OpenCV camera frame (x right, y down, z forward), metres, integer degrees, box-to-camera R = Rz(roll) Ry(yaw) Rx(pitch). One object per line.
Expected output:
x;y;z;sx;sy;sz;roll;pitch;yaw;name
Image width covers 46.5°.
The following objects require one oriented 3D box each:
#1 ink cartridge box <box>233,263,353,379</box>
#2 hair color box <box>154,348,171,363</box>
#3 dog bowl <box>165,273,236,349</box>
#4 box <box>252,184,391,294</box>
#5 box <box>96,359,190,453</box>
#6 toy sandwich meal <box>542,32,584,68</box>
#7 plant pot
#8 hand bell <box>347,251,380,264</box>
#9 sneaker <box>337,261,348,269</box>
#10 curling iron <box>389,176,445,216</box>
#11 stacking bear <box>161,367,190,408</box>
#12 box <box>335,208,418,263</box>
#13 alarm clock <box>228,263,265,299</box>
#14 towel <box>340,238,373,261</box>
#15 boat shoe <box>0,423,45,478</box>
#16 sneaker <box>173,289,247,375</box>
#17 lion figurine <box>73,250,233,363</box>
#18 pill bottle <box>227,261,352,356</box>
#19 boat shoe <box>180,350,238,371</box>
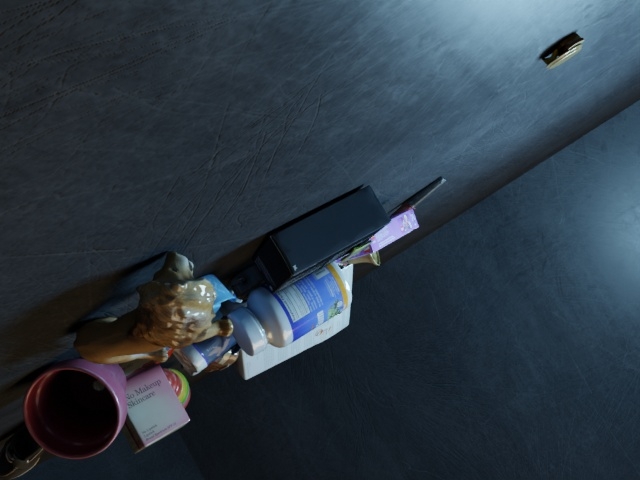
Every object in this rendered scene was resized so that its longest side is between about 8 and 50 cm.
-0.088;0.220;2.207;0.385;0.091;0.308;-26;143;-23;ink cartridge box
-0.395;0.251;1.820;0.043;0.072;0.141;-27;171;-23;hair color box
-0.290;0.158;1.637;0.166;0.074;0.297;-27;170;-26;dog bowl
0.000;0.000;1.632;0.261;0.103;0.184;-28;176;-23;box
-0.488;0.440;2.046;0.148;0.232;0.127;-26;170;-33;box
0.462;-0.360;1.420;0.085;0.029;0.085;-31;177;-2;toy sandwich meal
-0.499;0.333;1.580;0.201;0.201;0.180;-32;-172;5;plant pot
0.042;0.055;2.207;0.242;0.126;0.126;-21;174;14;hand bell
0.058;0.069;2.390;0.158;0.065;0.061;-24;169;-43;sneaker
0.257;-0.101;2.198;0.274;0.035;0.068;-34;172;22;curling iron
-0.556;0.530;2.655;0.164;0.175;0.289;-27;164;-13;stacking bear
0.107;-0.003;1.928;0.201;0.057;0.293;-18;-176;32;box
-0.161;0.096;1.787;0.129;0.064;0.192;-34;168;21;alarm clock
0.082;0.023;1.706;0.060;0.009;0.083;-27;172;-28;towel
-0.794;0.543;2.054;0.335;0.112;0.095;-38;153;10;boat shoe
-0.274;0.228;1.930;0.236;0.130;0.323;-41;-172;-19;sneaker
-0.318;0.156;1.310;0.392;0.142;0.240;-30;166;25;lion figurine
-0.074;0.155;1.735;0.272;0.152;0.152;-30;172;-24;pill bottle
-0.323;0.331;2.158;0.116;0.123;0.324;20;167;-19;boat shoe
